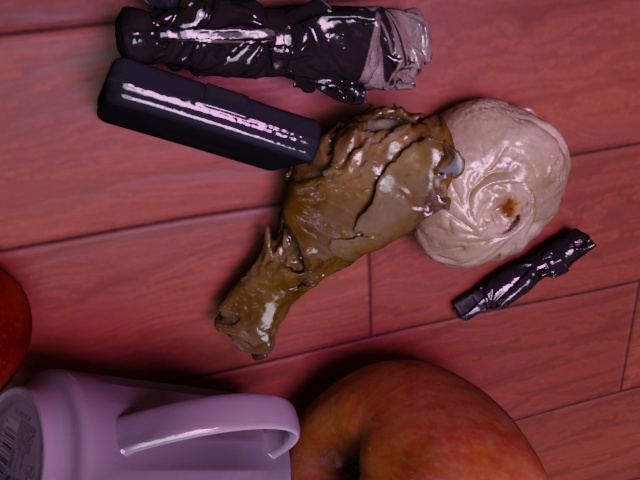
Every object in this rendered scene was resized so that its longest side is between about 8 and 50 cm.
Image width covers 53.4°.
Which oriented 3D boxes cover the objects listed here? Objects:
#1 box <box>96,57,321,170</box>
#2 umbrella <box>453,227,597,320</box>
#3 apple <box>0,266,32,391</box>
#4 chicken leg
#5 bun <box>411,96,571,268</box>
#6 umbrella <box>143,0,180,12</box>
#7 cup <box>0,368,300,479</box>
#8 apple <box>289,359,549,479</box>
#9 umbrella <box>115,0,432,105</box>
[{"bbox_3d":[-0.128,-0.134,0.716,0.231,0.160,0.050,15,86,-23],"label":"box"},{"bbox_3d":[0.316,0.058,0.998,0.236,0.059,0.066,-32,161,2],"label":"umbrella"},{"bbox_3d":[-0.426,0.109,0.727,0.181,0.168,0.180,-4,108,-13],"label":"apple"},{"bbox_3d":[0.000,0.000,0.812,0.429,0.201,0.153,-50,162,20],"label":"chicken leg"},{"bbox_3d":[0.236,-0.070,0.862,0.244,0.153,0.243,-9,120,-17],"label":"bun"},{"bbox_3d":[-0.140,-0.352,0.664,0.071,0.080,0.224,33,99,8],"label":"umbrella"},{"bbox_3d":[-0.201,0.269,0.762,0.323,0.236,0.327,-38,142,27],"label":"cup"},{"bbox_3d":[0.123,0.369,0.898,0.347,0.391,0.391,31,102,-28],"label":"apple"},{"bbox_3d":[-0.039,-0.213,0.707,0.358,0.106,0.113,-5,123,-24],"label":"umbrella"}]
